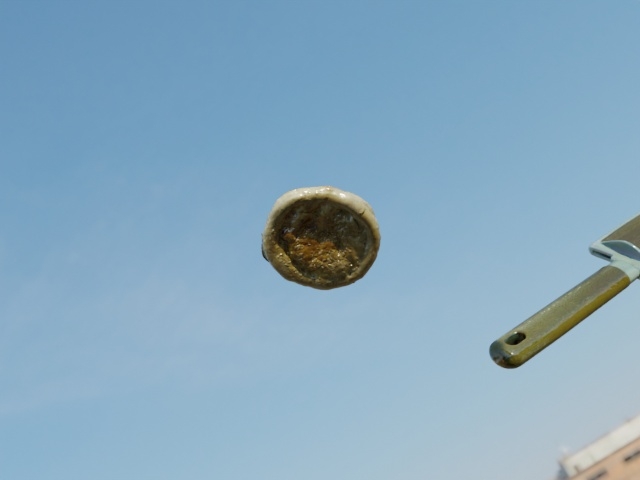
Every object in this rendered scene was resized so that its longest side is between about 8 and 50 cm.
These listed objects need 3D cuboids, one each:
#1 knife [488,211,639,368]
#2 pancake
[{"bbox_3d":[0.250,0.008,0.978,0.343,0.061,0.027,-29,-52,-30],"label":"knife"},{"bbox_3d":[0.000,0.000,1.479,0.151,0.151,0.025,-39,24,23],"label":"pancake"}]
